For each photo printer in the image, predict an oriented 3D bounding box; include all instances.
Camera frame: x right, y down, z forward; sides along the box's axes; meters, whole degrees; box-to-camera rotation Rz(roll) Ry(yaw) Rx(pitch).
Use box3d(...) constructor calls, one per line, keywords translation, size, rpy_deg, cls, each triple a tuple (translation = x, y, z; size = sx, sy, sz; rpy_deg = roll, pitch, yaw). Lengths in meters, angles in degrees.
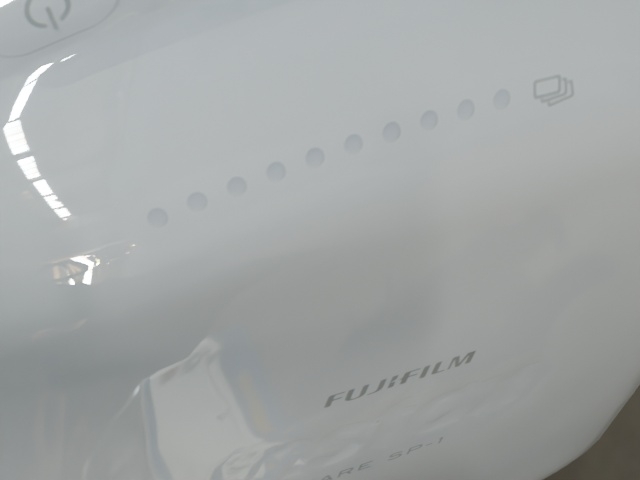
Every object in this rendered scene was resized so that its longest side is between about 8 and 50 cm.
box3d(translation=(0.000, 0.000, 0.527), size=(0.307, 0.256, 0.107), rpy_deg=(110, 140, -57), cls="photo printer")
